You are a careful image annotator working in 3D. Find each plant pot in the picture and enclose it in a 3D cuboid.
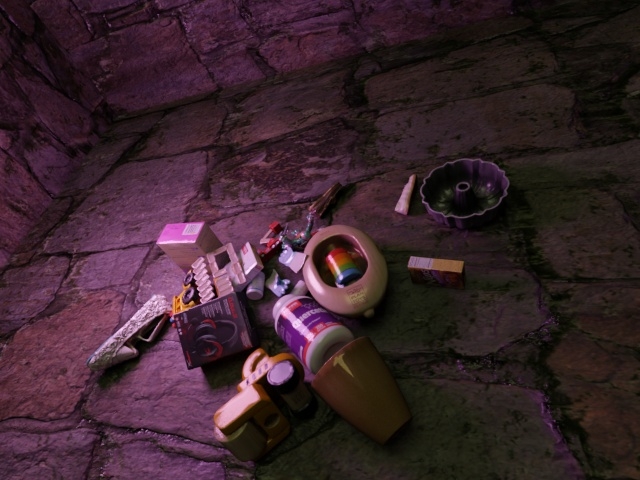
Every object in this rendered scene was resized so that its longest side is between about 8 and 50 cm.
[{"bbox_3d":[0.141,0.459,1.215,0.237,0.237,0.254,-39,59,-11],"label":"plant pot"}]

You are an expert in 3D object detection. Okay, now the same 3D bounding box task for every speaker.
[{"bbox_3d":[-0.100,0.225,1.625,0.055,0.055,0.136,19,61,35],"label":"speaker"}]

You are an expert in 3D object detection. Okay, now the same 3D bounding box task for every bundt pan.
[{"bbox_3d":[0.571,-0.173,1.630,0.331,0.124,0.330,-12,48,14],"label":"bundt pan"}]

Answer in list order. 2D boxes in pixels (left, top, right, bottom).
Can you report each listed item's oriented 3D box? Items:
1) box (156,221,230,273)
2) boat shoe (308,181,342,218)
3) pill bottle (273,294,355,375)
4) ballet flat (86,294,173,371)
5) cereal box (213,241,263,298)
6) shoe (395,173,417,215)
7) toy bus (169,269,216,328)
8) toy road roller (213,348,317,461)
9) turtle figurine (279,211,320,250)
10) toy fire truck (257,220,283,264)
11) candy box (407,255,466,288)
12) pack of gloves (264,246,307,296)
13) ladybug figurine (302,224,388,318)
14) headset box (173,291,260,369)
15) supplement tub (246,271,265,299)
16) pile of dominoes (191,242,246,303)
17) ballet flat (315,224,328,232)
[{"bbox_3d":[-0.569,0.039,1.864,0.214,0.243,0.117,-2,50,22],"label":"box"},{"bbox_3d":[0.037,-0.188,1.925,0.073,0.073,0.207,42,76,4],"label":"boat shoe"},{"bbox_3d":[-0.038,0.310,1.417,0.181,0.181,0.323,-41,38,-14],"label":"pill bottle"},{"bbox_3d":[-0.785,0.406,1.727,0.147,0.147,0.409,24,65,37],"label":"ballet flat"},{"bbox_3d":[-0.354,0.140,1.753,0.240,0.047,0.173,-47,37,9],"label":"cereal box"},{"bbox_3d":[0.375,-0.205,1.776,0.058,0.076,0.219,8,57,23],"label":"shoe"},{"bbox_3d":[-0.560,0.268,1.748,0.211,0.149,0.220,-37,42,12],"label":"toy bus"},{"bbox_3d":[-0.194,0.506,1.330,0.329,0.202,0.241,-37,34,-17],"label":"toy road roller"},{"bbox_3d":[-0.090,-0.022,1.735,0.175,0.234,0.118,-30,87,-22],"label":"turtle figurine"},{"bbox_3d":[-0.233,0.010,1.878,0.192,0.047,0.135,-42,47,-13],"label":"toy fire truck"},{"bbox_3d":[0.414,0.115,1.457,0.187,0.109,0.053,5,53,29],"label":"candy box"},{"bbox_3d":[-0.158,0.115,1.647,0.195,0.046,0.232,-63,26,-4],"label":"pack of gloves"},{"bbox_3d":[0.099,0.127,1.548,0.305,0.162,0.449,-25,45,2],"label":"ladybug figurine"},{"bbox_3d":[-0.376,0.333,1.552,0.293,0.110,0.218,-20,78,6],"label":"headset box"},{"bbox_3d":[-0.271,0.188,1.723,0.071,0.071,0.107,-13,47,13],"label":"supplement tub"},{"bbox_3d":[-0.422,0.143,1.706,0.196,0.040,0.251,-24,50,-8],"label":"pile of dominoes"},{"bbox_3d":[0.000,0.000,1.769,0.072,0.068,0.213,-6,49,19],"label":"ballet flat"}]
